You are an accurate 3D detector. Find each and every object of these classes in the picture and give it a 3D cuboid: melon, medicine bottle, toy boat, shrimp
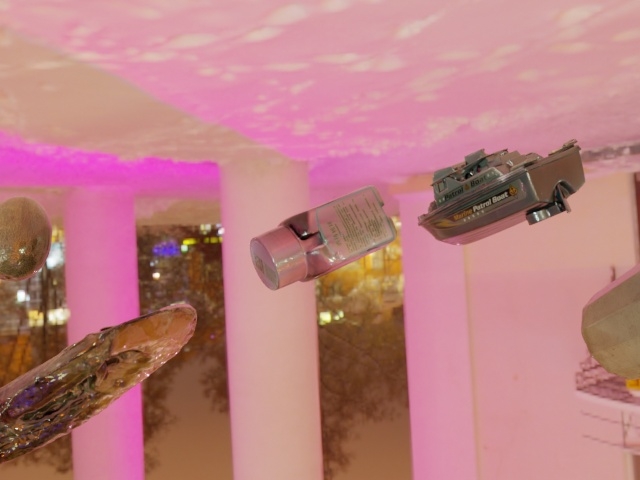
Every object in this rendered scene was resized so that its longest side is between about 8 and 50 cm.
[{"bbox_3d":[-0.441,-0.003,1.033,0.098,0.131,0.098,0,149,0],"label":"melon"},{"bbox_3d":[0.000,0.000,1.010,0.188,0.094,0.119,-23,177,-26],"label":"medicine bottle"},{"bbox_3d":[0.231,-0.065,1.009,0.114,0.122,0.296,-20,178,-30],"label":"toy boat"},{"bbox_3d":[-0.352,0.207,0.932,0.445,0.085,0.272,-29,167,-25],"label":"shrimp"}]

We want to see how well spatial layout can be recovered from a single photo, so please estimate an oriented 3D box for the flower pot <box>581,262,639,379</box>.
[{"bbox_3d":[0.498,0.110,1.010,0.212,0.212,0.202,-2,155,-20],"label":"flower pot"}]
